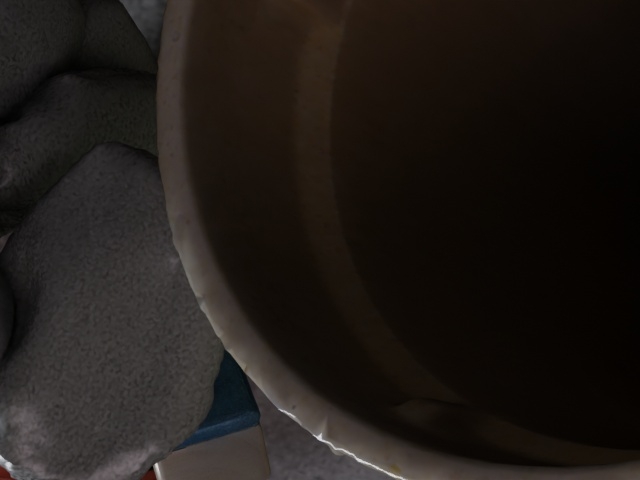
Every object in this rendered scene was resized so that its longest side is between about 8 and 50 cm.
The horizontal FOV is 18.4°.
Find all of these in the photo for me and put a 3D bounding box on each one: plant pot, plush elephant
[{"bbox_3d":[0.164,-0.038,0.718,0.334,0.333,0.305,-27,149,24],"label":"plant pot"},{"bbox_3d":[-0.172,0.000,0.768,0.272,0.255,0.330,10,157,-6],"label":"plush elephant"}]

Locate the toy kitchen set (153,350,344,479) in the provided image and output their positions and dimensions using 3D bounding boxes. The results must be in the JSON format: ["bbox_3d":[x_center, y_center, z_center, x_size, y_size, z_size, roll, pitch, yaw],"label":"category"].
[{"bbox_3d":[0.000,0.000,0.926,0.207,0.122,0.166,-16,127,-8],"label":"toy kitchen set"}]

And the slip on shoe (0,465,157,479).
[{"bbox_3d":[-0.214,0.084,1.005,0.331,0.123,0.101,28,93,-10],"label":"slip on shoe"}]
